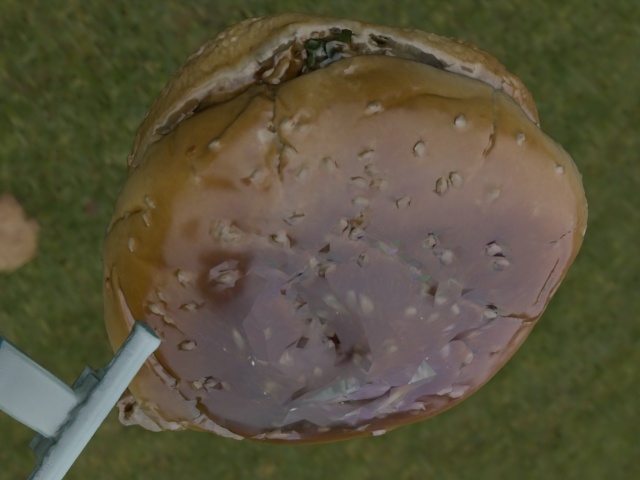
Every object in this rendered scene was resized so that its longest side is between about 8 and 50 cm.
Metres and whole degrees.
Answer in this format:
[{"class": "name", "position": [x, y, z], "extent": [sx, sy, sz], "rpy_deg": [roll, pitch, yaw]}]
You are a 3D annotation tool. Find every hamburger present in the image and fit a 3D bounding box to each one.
[{"class": "hamburger", "position": [0.000, 0.000, 1.063], "extent": [0.286, 0.146, 0.243], "rpy_deg": [-25, 133, 20]}]

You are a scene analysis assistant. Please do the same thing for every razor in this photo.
[{"class": "razor", "position": [-0.136, 0.003, 0.589], "extent": [0.068, 0.191, 0.037], "rpy_deg": [-54, 156, -2]}]
